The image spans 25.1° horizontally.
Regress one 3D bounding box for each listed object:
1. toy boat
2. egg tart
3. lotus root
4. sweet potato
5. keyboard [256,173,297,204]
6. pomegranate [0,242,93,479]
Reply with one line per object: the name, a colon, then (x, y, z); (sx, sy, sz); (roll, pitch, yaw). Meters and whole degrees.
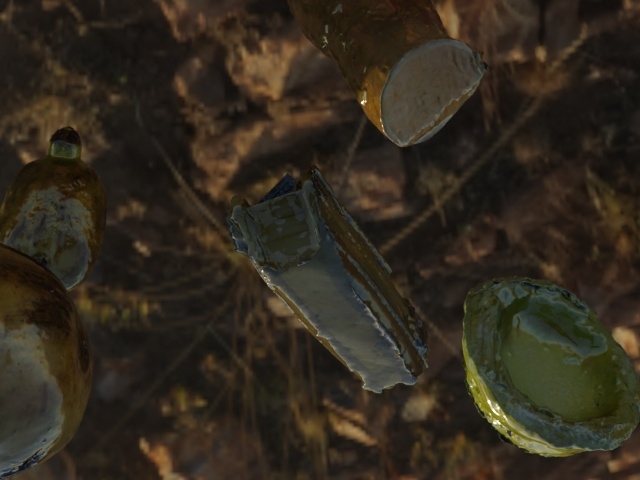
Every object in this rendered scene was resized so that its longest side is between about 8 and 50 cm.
toy boat: (0.024, 0.055, 1.794); (0.136, 0.162, 0.445); (-21, 140, 15)
egg tart: (0.190, 0.117, 1.258); (0.197, 0.197, 0.078); (19, 128, -26)
lotus root: (-0.426, -0.028, 2.289); (0.169, 0.314, 0.141); (13, 168, 2)
sweet potato: (0.038, -0.248, 1.505); (0.131, 0.336, 0.131); (-22, 143, -17)
keyboard: (0.000, 0.000, 2.030); (0.067, 0.011, 0.202); (-45, 86, 9)
pomegranate: (-0.431, 0.153, 1.820); (0.322, 0.322, 0.322); (-4, 139, -3)
